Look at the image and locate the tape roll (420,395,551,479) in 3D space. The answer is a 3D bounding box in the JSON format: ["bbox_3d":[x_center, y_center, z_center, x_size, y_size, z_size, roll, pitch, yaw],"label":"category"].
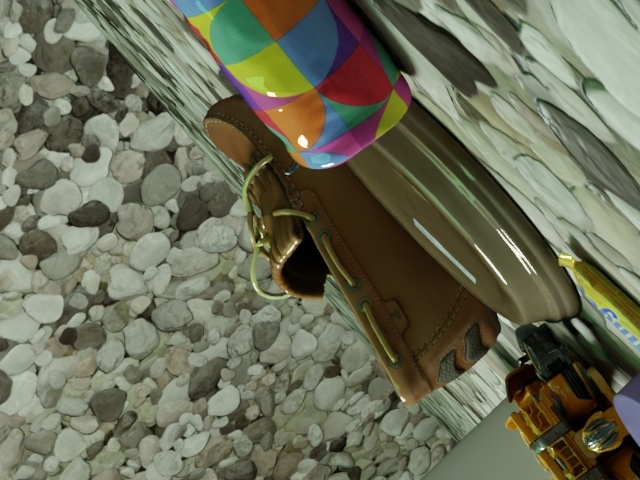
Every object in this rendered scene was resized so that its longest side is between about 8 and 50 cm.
[{"bbox_3d":[0.252,0.298,1.702,0.246,0.169,0.246,47,175,6],"label":"tape roll"}]

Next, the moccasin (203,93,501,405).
[{"bbox_3d":[0.001,0.001,1.415,0.380,0.147,0.139,48,174,27],"label":"moccasin"}]

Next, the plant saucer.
[{"bbox_3d":[0.087,-0.032,1.175,0.278,0.041,0.278,45,175,5],"label":"plant saucer"}]

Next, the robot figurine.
[{"bbox_3d":[0.219,0.170,1.259,0.211,0.085,0.291,53,-177,13],"label":"robot figurine"}]

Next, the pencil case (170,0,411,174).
[{"bbox_3d":[-0.039,-0.148,0.973,0.236,0.104,0.104,51,174,-31],"label":"pencil case"}]

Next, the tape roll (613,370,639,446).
[{"bbox_3d":[0.243,0.120,0.778,0.189,0.080,0.189,47,176,4],"label":"tape roll"}]

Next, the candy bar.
[{"bbox_3d":[0.211,0.064,0.981,0.161,0.018,0.040,46,176,18],"label":"candy bar"}]
